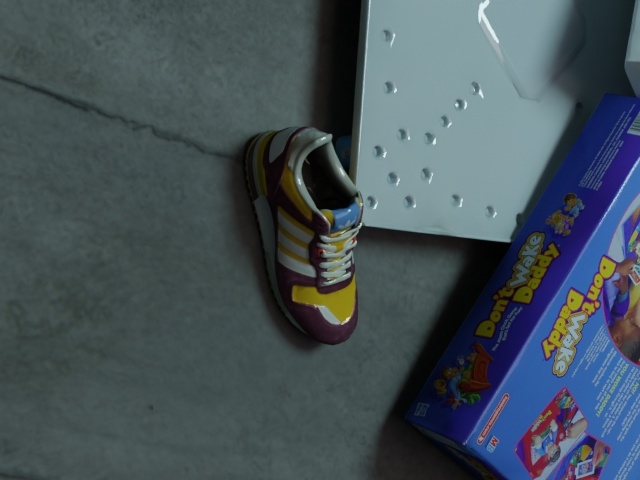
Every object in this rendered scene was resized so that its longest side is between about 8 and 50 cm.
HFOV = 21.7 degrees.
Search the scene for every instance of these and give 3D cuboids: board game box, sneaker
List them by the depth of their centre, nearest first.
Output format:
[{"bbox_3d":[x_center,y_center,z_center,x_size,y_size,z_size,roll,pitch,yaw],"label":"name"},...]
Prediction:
[{"bbox_3d":[0.000,0.000,1.323,0.069,0.084,0.186,-31,110,-35],"label":"sneaker"},{"bbox_3d":[0.174,-0.192,1.485,0.390,0.050,0.390,6,87,-39],"label":"board game box"},{"bbox_3d":[0.251,0.078,1.487,0.233,0.078,0.347,43,74,-38],"label":"board game box"}]

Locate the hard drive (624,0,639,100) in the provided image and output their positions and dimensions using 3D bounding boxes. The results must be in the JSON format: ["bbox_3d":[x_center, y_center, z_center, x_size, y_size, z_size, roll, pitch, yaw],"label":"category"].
[{"bbox_3d":[0.341,-0.246,1.542,0.203,0.040,0.308,49,50,-56],"label":"hard drive"}]
